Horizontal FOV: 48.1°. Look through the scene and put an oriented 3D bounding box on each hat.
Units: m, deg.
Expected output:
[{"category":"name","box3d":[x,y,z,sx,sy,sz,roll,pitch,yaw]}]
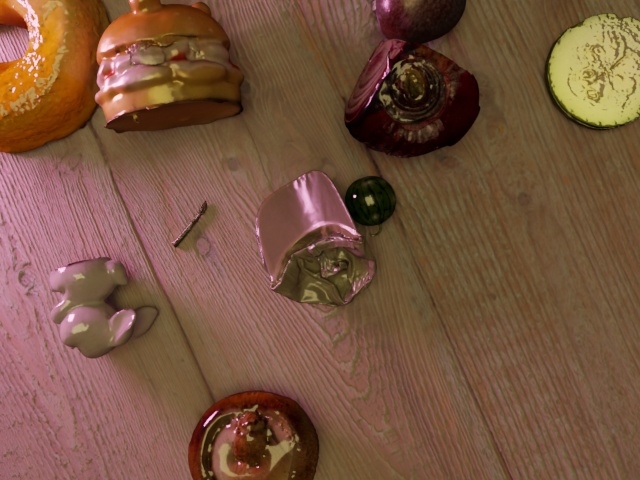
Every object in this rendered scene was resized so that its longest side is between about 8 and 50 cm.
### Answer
[{"category":"hat","box3d":[0.000,0.000,1.412,0.214,0.149,0.244,-27,53,22]}]

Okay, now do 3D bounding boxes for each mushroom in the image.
[{"category":"mushroom","box3d":[-0.125,0.408,1.383,0.253,0.153,0.253,0,88,5]}]

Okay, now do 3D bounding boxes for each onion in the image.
[{"category":"onion","box3d":[0.168,-0.247,1.330,0.206,0.216,0.206,27,104,-12]}]

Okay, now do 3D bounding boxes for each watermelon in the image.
[{"category":"watermelon","box3d":[0.100,-0.073,1.385,0.109,0.109,0.108,0,91,5]}]

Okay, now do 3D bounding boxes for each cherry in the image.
[{"category":"cherry","box3d":[0.183,-0.455,1.344,0.176,0.140,0.176,2,85,-25]}]

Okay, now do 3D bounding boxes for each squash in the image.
[{"category":"squash","box3d":[0.541,-0.322,1.376,0.219,0.041,0.219,1,94,9]}]

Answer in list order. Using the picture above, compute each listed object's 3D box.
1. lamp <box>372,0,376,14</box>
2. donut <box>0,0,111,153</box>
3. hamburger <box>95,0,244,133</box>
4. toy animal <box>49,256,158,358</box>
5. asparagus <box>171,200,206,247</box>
[{"category":"lamp","box3d":[0.096,-0.515,1.394,0.091,0.091,0.163,-22,103,5]},{"category":"donut","box3d":[-0.614,-0.404,1.415,0.378,0.163,0.434,-11,89,4]},{"category":"hamburger","box3d":[-0.291,-0.333,1.342,0.277,0.276,0.236,-9,92,5]},{"category":"toy animal","box3d":[-0.440,0.126,1.423,0.179,0.127,0.193,-26,86,3]},{"category":"asparagus","box3d":[-0.264,-0.033,1.461,0.015,0.014,0.114,39,93,-13]}]
